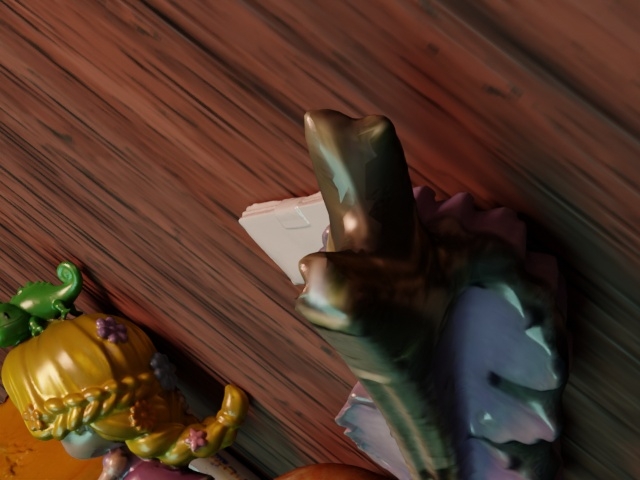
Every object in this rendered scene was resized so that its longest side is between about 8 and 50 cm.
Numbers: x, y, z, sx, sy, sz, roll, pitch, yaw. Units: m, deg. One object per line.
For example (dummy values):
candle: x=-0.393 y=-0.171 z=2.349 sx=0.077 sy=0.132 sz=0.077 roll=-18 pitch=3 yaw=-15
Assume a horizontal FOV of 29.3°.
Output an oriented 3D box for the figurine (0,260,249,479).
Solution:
figurine: x=-0.115 y=0.080 z=0.707 sx=0.156 sy=0.115 sz=0.095 roll=57 pitch=-172 yaw=7

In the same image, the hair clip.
hair clip: x=0.044 y=0.062 z=0.471 sx=0.106 sy=0.084 sz=0.292 roll=10 pitch=147 yaw=20

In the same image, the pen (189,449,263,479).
pen: x=-0.011 y=0.191 z=0.781 sx=0.269 sy=0.033 sz=0.033 roll=39 pitch=152 yaw=4

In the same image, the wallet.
wallet: x=0.000 y=0.000 z=0.505 sx=0.044 sy=0.011 sz=0.083 roll=51 pitch=151 yaw=-20

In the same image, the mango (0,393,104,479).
mango: x=-0.150 y=0.181 z=0.833 sx=0.252 sy=0.126 sz=0.154 roll=20 pitch=145 yaw=31

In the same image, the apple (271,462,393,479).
apple: x=0.007 y=0.186 z=0.626 sx=0.146 sy=0.146 sz=0.131 roll=32 pitch=163 yaw=15
